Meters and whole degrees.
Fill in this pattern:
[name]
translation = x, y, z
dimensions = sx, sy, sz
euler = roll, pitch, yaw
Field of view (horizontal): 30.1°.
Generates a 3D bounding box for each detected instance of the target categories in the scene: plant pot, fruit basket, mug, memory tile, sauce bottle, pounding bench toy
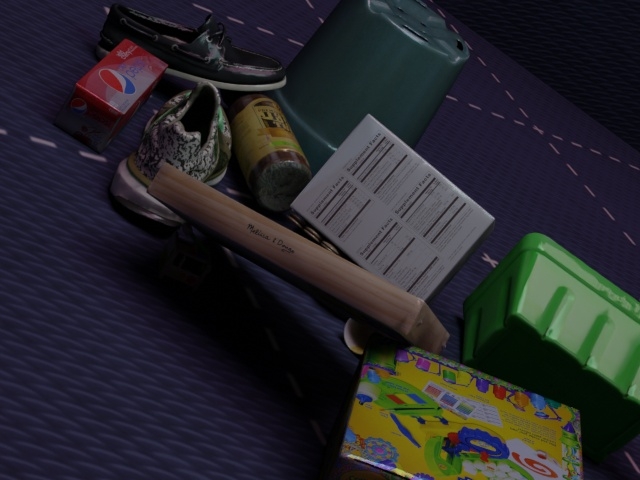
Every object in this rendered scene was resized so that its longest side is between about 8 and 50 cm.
[plant pot]
translation = 0.087, -0.290, 2.249
dimensions = 0.341, 0.334, 0.341
euler = 29, 26, -16
[fruit basket]
translation = 0.441, 0.153, 2.051
dimensions = 0.392, 0.283, 0.392
euler = 17, 46, -19
[mug]
translation = 0.075, 0.149, 1.824
dimensions = 0.062, 0.078, 0.064
euler = 11, 5, 26
[memory tile]
translation = 0.000, 0.000, 1.942
dimensions = 0.113, 0.012, 0.148
euler = 39, 0, 16
[sauce bottle]
translation = -0.108, -0.187, 2.089
dimensions = 0.111, 0.111, 0.344
euler = 18, 29, -33
[pounding bench toy]
translation = -0.181, 0.020, 1.679
dimensions = 0.065, 0.083, 0.052
euler = 24, 28, -22

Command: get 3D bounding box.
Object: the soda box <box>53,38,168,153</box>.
[soda box]
translation = -0.334, -0.240, 1.933
dimensions = 0.092, 0.083, 0.263
euler = 32, 26, -7

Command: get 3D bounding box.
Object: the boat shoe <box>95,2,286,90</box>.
[boat shoe]
translation = -0.220, -0.349, 2.109
dimensions = 0.340, 0.113, 0.127
euler = 12, 25, -2

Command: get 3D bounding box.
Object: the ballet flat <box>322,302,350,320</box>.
[ballet flat]
translation = 0.013, 0.059, 1.862
dimensions = 0.203, 0.074, 0.074
euler = 38, 25, 9

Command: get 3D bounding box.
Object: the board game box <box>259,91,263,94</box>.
[board game box]
translation = -0.198, -0.348, 2.351
dimensions = 0.186, 0.026, 0.126
euler = 43, 27, 15

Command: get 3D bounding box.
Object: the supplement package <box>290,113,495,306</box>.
[supplement package]
translation = 0.123, -0.036, 1.953
dimensions = 0.262, 0.198, 0.199
euler = 40, 1, 9

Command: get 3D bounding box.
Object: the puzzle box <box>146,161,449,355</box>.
[puzzle box]
translation = -0.021, 0.036, 1.645
dimensions = 0.409, 0.052, 0.272
euler = 28, -6, 17

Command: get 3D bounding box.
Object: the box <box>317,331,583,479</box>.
[box]
translation = 0.151, 0.294, 1.443
dimensions = 0.290, 0.177, 0.279
euler = 21, 26, 1

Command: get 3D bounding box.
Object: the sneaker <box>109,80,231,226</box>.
[sneaker]
translation = -0.193, -0.173, 1.879
dimensions = 0.158, 0.182, 0.410
euler = 31, 26, -10
